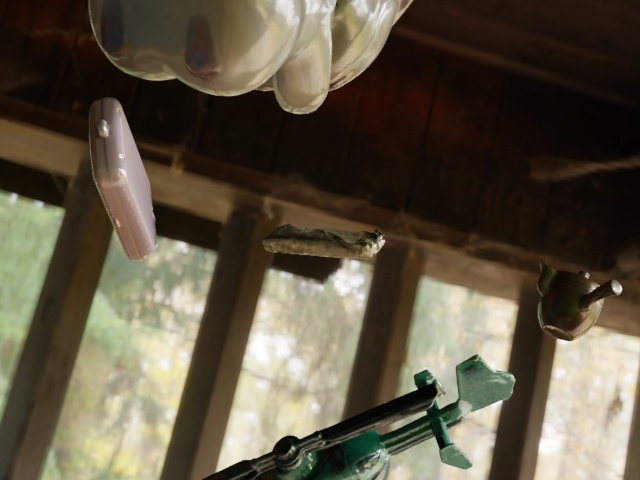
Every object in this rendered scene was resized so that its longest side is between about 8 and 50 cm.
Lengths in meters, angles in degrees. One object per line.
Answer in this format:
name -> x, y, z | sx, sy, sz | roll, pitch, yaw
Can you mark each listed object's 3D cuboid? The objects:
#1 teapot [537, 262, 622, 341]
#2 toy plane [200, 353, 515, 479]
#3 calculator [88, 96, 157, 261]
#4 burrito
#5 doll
teapot -> 0.280, 0.062, 1.381 | 0.085, 0.080, 0.110 | 32, -17, -16
toy plane -> 0.015, 0.136, 0.771 | 0.235, 0.060, 0.096 | -27, -49, 12
calculator -> -0.183, -0.055, 1.169 | 0.032, 0.100, 0.175 | -10, -33, 0
burrito -> 0.000, 0.002, 1.698 | 0.171, 0.042, 0.051 | 6, 14, 21
doll -> -0.068, -0.237, 1.240 | 0.215, 0.226, 0.370 | 2, -4, 32
